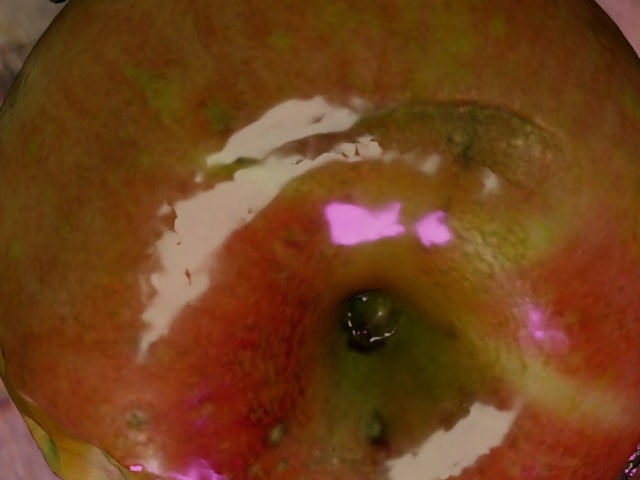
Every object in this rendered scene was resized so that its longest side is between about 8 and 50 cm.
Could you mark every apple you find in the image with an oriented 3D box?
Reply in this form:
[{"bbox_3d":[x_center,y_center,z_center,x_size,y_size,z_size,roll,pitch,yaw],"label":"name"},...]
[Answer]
[{"bbox_3d":[0.000,0.000,0.821,0.340,0.339,0.339,0,96,0],"label":"apple"}]

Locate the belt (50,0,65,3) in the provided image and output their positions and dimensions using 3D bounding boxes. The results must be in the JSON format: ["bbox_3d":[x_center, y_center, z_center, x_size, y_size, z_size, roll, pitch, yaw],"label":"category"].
[{"bbox_3d":[-0.143,-0.232,0.832,0.150,0.257,0.207,-35,117,5],"label":"belt"}]

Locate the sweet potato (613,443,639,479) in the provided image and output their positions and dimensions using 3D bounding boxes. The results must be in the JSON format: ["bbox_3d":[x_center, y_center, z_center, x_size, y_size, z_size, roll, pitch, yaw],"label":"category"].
[{"bbox_3d":[0.050,0.161,0.941,0.286,0.085,0.112,-15,116,2],"label":"sweet potato"}]
